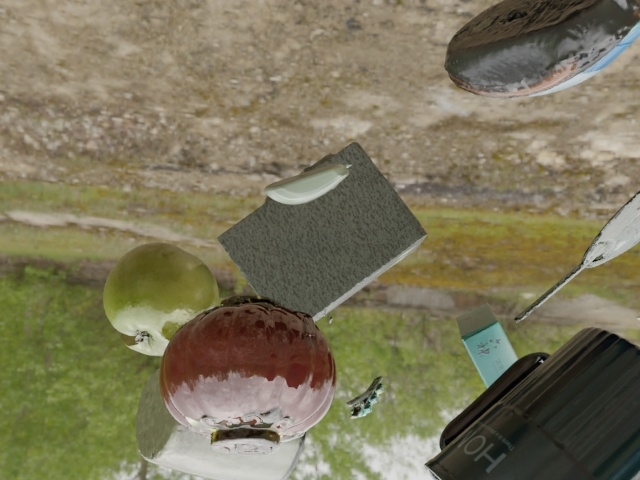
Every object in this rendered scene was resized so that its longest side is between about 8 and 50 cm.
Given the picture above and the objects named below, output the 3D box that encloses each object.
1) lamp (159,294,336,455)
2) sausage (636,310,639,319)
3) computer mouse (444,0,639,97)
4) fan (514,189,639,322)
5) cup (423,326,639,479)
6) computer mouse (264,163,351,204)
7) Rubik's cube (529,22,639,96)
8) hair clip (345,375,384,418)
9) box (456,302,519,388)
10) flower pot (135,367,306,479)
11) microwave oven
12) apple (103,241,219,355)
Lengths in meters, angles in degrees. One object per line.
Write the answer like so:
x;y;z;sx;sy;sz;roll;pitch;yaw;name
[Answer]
-0.123;0.229;1.258;0.303;0.257;0.303;0;152;0;lamp
0.749;0.092;1.470;0.033;0.033;0.269;11;139;-38;sausage
0.324;-0.292;1.079;0.116;0.183;0.323;46;158;-27;computer mouse
0.376;-0.017;0.901;0.294;0.012;0.223;-29;154;-16;fan
0.320;0.289;0.960;0.242;0.292;0.308;48;173;10;cup
-0.019;-0.108;1.452;0.182;0.056;0.089;-19;-163;-1;computer mouse
0.403;-0.369;1.299;0.254;0.254;0.254;5;173;1;Rubik's cube
0.093;0.325;1.508;0.049;0.049;0.173;1;-168;25;hair clip
0.387;0.244;1.668;0.092;0.153;0.245;-27;-178;8;box
-0.239;0.422;1.731;0.330;0.293;0.293;20;165;-36;flower pot
0.000;0.000;1.913;0.432;0.374;0.236;-36;171;-6;microwave oven
-0.407;0.153;1.871;0.292;0.254;0.292;10;141;8;apple
